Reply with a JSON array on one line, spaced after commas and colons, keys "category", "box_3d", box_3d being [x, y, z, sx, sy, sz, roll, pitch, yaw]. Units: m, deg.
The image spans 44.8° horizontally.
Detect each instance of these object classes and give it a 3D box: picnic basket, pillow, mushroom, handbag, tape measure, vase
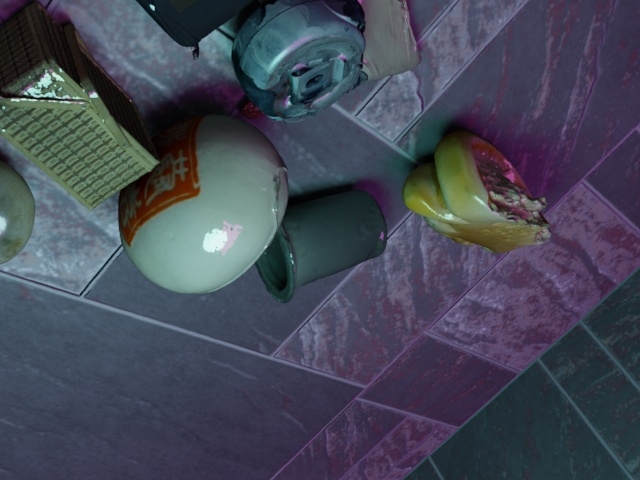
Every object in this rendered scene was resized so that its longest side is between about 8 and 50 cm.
[{"category": "picnic basket", "box_3d": [-0.449, -0.241, 1.377, 0.175, 0.228, 0.313, -34, 139, 5]}, {"category": "pillow", "box_3d": [0.111, -0.444, 1.635, 0.173, 0.067, 0.270, -25, 139, 0]}, {"category": "mushroom", "box_3d": [-0.653, -0.060, 1.478, 0.227, 0.178, 0.226, 4, 110, 10]}, {"category": "handbag", "box_3d": [-0.191, -0.477, 1.283, 0.302, 0.178, 0.275, -33, 111, 9]}, {"category": "tape measure", "box_3d": [-0.030, -0.356, 1.500, 0.275, 0.147, 0.256, -24, 153, -14]}, {"category": "vase", "box_3d": [0.000, 0.000, 1.891, 0.291, 0.245, 0.245, -16, 137, -25]}]

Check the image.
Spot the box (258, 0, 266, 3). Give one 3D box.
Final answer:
[{"category": "box", "box_3d": [-0.047, -0.559, 1.426, 0.259, 0.071, 0.168, -42, 137, 14]}]

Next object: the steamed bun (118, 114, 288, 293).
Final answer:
[{"category": "steamed bun", "box_3d": [-0.256, -0.085, 1.538, 0.374, 0.374, 0.241, -46, 135, 16]}]

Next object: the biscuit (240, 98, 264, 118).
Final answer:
[{"category": "biscuit", "box_3d": [-0.093, -0.348, 1.631, 0.138, 0.031, 0.205, -5, 133, -29]}]

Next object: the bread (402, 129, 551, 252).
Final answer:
[{"category": "bread", "box_3d": [0.406, -0.088, 1.955, 0.245, 0.329, 0.424, -48, 142, 18]}]
